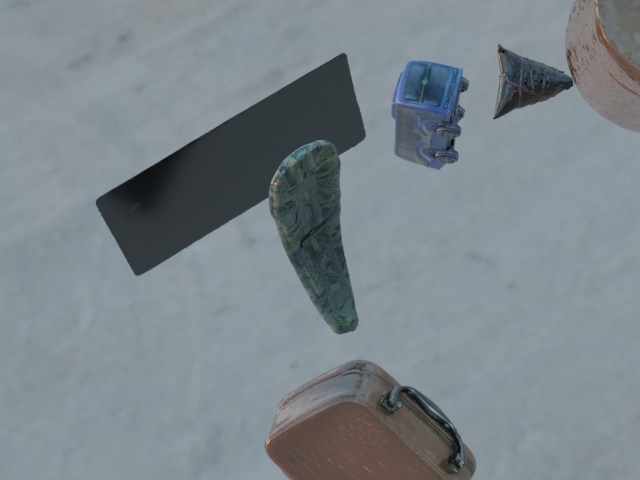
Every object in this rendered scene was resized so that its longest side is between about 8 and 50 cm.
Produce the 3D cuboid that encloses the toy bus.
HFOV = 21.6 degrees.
[{"bbox_3d":[0.141,-0.160,2.194,0.094,0.079,0.236,8,-15,5],"label":"toy bus"}]

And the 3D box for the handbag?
[{"bbox_3d":[0.055,0.210,1.645,0.151,0.193,0.072,-39,16,32],"label":"handbag"}]

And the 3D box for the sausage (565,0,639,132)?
[{"bbox_3d":[0.222,-0.136,1.086,0.123,0.123,0.253,-27,-2,1],"label":"sausage"}]

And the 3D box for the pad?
[{"bbox_3d":[-0.078,-0.070,1.564,0.265,0.159,0.009,-32,63,-8],"label":"pad"}]

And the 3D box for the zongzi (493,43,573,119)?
[{"bbox_3d":[0.207,-0.172,1.739,0.083,0.073,0.067,-21,14,-17],"label":"zongzi"}]

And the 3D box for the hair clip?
[{"bbox_3d":[-0.002,-0.002,1.331,0.066,0.229,0.036,-40,54,-20],"label":"hair clip"}]
